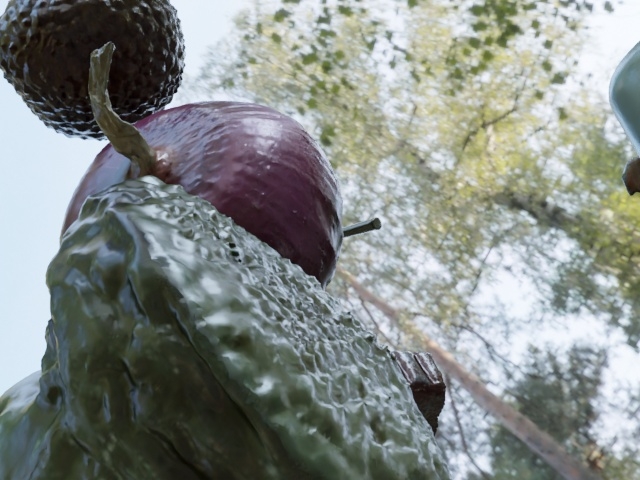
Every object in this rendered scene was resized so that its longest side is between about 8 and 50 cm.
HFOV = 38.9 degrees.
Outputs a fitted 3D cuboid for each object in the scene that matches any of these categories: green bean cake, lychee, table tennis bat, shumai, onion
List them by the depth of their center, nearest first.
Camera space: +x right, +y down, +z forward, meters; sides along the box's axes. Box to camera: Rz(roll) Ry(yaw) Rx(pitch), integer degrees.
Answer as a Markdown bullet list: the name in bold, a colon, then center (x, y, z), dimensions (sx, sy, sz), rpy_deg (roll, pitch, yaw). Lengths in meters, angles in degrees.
- **shumai**: center (-0.117, 0.165, 0.741), dimensions (0.323, 0.397, 0.324), rpy_deg (-46, -28, 8)
- **onion**: center (-0.164, -0.010, 1.066), dimensions (0.345, 0.358, 0.358), rpy_deg (18, -80, -38)
- **lychee**: center (-0.315, -0.259, 1.266), dimensions (0.260, 0.260, 0.261), rpy_deg (-11, -66, -26)
- **green bean cake**: center (0.095, 0.257, 1.283), dimensions (0.198, 0.097, 0.233), rpy_deg (5, -55, -28)
- **table tennis bat**: center (0.000, 0.000, 1.606), dimensions (0.138, 0.246, 0.022), rpy_deg (-17, -89, -54)

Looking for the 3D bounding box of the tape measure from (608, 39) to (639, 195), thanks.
- **tape measure**: center (0.281, -0.097, 0.530), dimensions (0.246, 0.125, 0.243), rpy_deg (-34, -14, 19)
